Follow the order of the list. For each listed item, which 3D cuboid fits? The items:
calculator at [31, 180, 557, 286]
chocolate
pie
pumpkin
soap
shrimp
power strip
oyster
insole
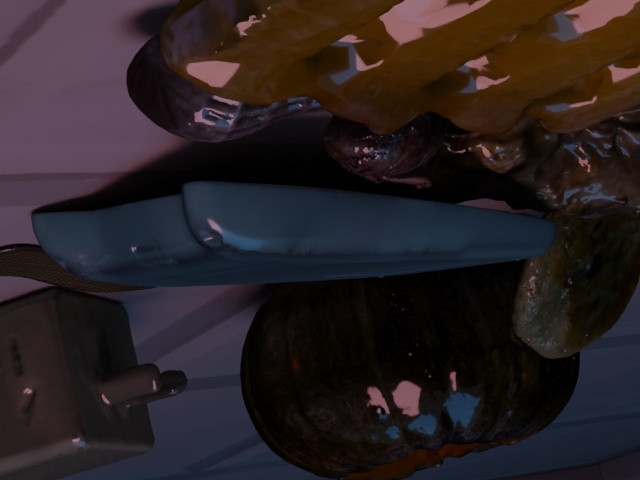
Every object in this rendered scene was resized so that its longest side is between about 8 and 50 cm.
[{"bbox_3d":[0.000,0.000,1.284,0.386,0.054,0.256,1,174,-43],"label":"calculator"},{"bbox_3d":[-0.024,-0.096,0.951,0.167,0.072,0.072,-13,166,-11],"label":"chocolate"},{"bbox_3d":[0.223,0.015,1.454,0.041,0.187,0.187,28,-168,34],"label":"pie"},{"bbox_3d":[0.082,0.112,1.598,0.320,0.192,0.320,-11,164,-3],"label":"pumpkin"},{"bbox_3d":[0.135,-0.162,0.672,0.293,0.156,0.335,-3,163,-45],"label":"soap"},{"bbox_3d":[0.043,-0.074,1.056,0.073,0.075,0.190,5,-160,10],"label":"shrimp"},{"bbox_3d":[-0.226,0.125,1.481,0.224,0.140,0.139,-19,164,18],"label":"power strip"},{"bbox_3d":[0.214,-0.064,1.308,0.345,0.078,0.128,-5,155,-21],"label":"oyster"},{"bbox_3d":[-0.191,0.026,1.398,0.086,0.005,0.253,-22,163,29],"label":"insole"}]
